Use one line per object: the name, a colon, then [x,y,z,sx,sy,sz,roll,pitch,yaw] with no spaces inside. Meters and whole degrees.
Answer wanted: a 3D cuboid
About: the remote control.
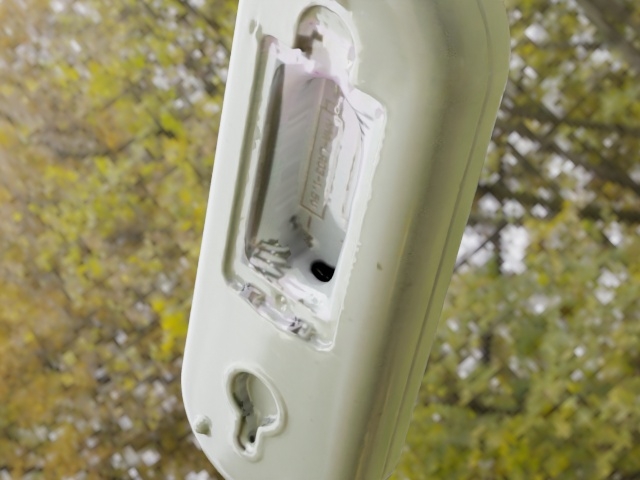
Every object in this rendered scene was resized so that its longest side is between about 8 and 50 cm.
remote control: [0.000,0.000,0.502,0.042,0.078,0.221,-33,-33,-42]
